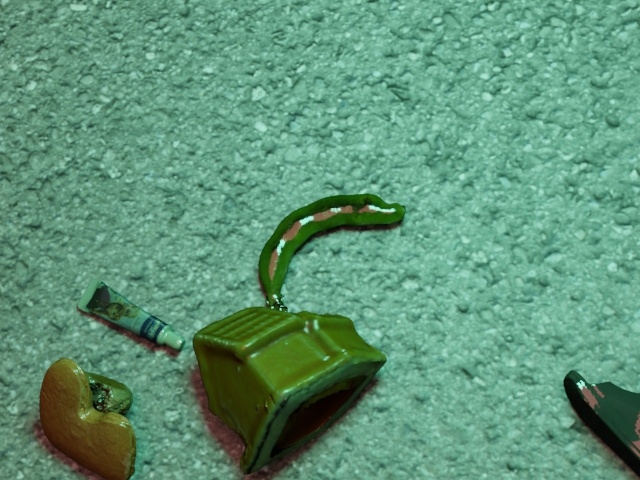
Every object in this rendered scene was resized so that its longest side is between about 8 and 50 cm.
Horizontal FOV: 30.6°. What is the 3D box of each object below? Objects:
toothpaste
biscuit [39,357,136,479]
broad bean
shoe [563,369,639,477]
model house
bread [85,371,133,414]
[{"bbox_3d":[-0.324,0.134,2.010,0.216,0.037,0.062,26,78,21],"label":"toothpaste"},{"bbox_3d":[-0.378,0.294,1.898,0.192,0.186,0.036,27,34,18],"label":"biscuit"},{"bbox_3d":[0.000,0.000,2.002,0.292,0.049,0.144,-41,76,-4],"label":"broad bean"},{"bbox_3d":[0.480,0.280,1.797,0.093,0.108,0.241,-40,77,-7],"label":"shoe"},{"bbox_3d":[-0.067,0.200,1.896,0.268,0.173,0.239,-24,53,-29],"label":"model house"},{"bbox_3d":[-0.362,0.261,1.948,0.113,0.082,0.060,18,87,35],"label":"bread"}]
